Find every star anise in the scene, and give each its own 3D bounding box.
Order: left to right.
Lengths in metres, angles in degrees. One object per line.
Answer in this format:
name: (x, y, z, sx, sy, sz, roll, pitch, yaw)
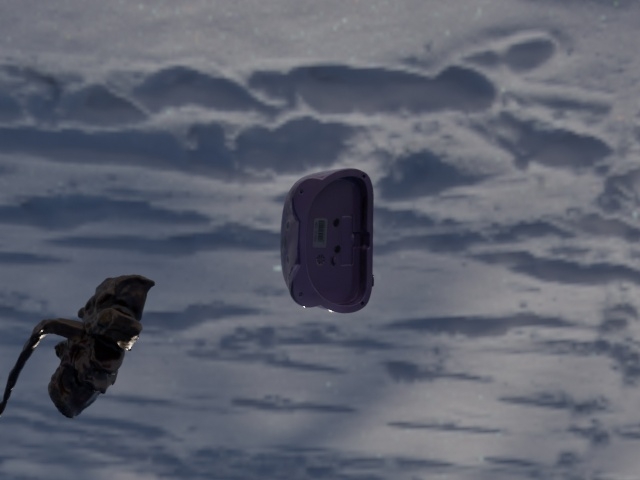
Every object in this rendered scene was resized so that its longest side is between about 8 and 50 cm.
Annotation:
star anise: (-0.207, 0.095, 1.017, 0.070, 0.097, 0.191, 29, 113, -31)

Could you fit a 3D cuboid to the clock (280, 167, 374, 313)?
clock: (0.000, 0.000, 1.284, 0.110, 0.153, 0.050, -2, -175, -38)
